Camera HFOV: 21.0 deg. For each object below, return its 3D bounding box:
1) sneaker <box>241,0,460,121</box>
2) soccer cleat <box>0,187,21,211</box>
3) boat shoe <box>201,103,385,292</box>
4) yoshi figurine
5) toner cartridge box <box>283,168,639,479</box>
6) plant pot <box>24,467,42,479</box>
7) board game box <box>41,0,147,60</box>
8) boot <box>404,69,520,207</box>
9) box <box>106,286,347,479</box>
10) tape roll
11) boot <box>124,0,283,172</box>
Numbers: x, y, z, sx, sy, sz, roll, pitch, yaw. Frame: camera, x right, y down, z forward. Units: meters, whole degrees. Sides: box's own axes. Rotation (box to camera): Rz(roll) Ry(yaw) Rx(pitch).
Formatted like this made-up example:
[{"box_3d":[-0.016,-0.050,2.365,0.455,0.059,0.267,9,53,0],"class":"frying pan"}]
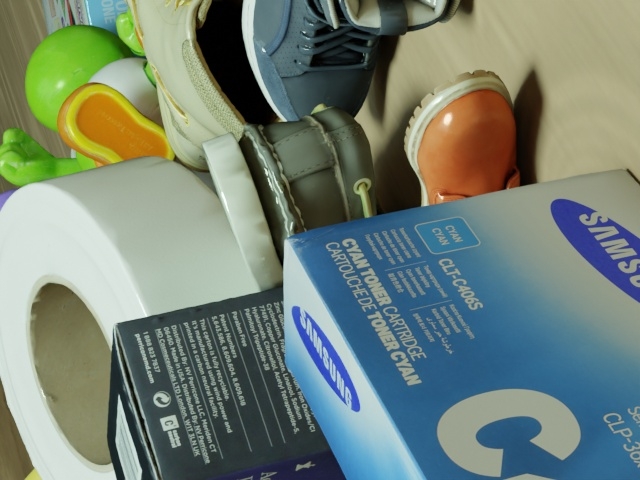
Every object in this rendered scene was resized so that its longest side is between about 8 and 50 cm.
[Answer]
[{"box_3d":[0.015,-0.125,0.977,0.163,0.086,0.226,-116,22,-50],"class":"sneaker"},{"box_3d":[-0.150,0.003,1.426,0.318,0.108,0.116,24,126,27],"class":"soccer cleat"},{"box_3d":[0.002,0.004,1.086,0.305,0.091,0.109,68,180,-70],"class":"boat shoe"},{"box_3d":[-0.195,-0.131,1.562,0.362,0.203,0.203,163,105,-77],"class":"yoshi figurine"},{"box_3d":[0.116,0.105,0.637,0.348,0.165,0.075,-122,26,-50],"class":"toner cartridge box"},{"box_3d":[-0.107,0.285,1.466,0.239,0.254,0.254,52,154,25],"class":"plant pot"},{"box_3d":[-0.251,-0.270,1.871,0.316,0.064,0.242,-167,67,-73],"class":"board game box"},{"box_3d":[0.085,-0.014,0.877,0.158,0.059,0.085,84,163,-50],"class":"boot"},{"box_3d":[-0.016,0.106,1.028,0.153,0.207,0.108,102,152,-58],"class":"box"},{"box_3d":[-0.139,0.084,1.268,0.286,0.100,0.286,30,128,47],"class":"tape roll"},{"box_3d":[-0.092,-0.187,1.297,0.203,0.095,0.262,167,90,-75],"class":"boot"}]
